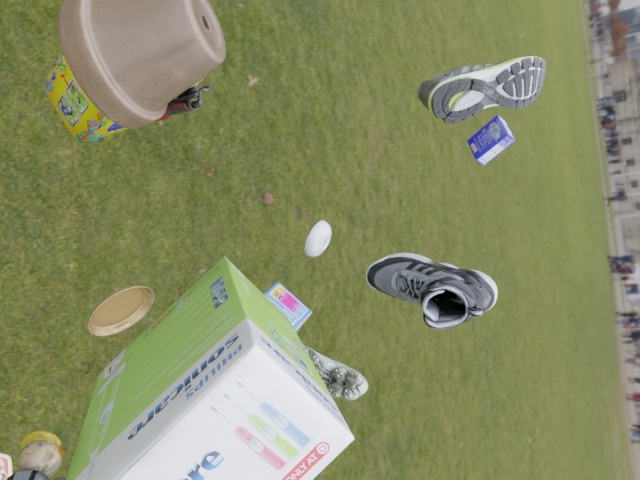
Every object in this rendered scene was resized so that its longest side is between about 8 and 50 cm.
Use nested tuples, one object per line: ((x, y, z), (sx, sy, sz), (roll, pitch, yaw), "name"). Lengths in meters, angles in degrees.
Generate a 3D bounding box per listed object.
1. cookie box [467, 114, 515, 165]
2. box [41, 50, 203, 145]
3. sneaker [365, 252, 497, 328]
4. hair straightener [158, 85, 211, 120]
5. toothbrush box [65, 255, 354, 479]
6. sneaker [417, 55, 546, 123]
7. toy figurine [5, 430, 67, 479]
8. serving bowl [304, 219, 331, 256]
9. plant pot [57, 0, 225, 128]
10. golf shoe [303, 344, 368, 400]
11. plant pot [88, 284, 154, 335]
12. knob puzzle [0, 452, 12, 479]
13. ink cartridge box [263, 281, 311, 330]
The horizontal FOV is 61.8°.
((0.461, -0.271, 1.452), (0.040, 0.107, 0.092), (28, 38, -31), "cookie box")
((-0.478, -0.408, 1.331), (0.290, 0.279, 0.177), (-37, 99, -44), "box")
((0.198, 0.095, 1.043), (0.153, 0.268, 0.101), (-23, 119, -61), "sneaker")
((-0.314, -0.313, 1.164), (0.047, 0.230, 0.089), (43, 59, -38), "hair straightener")
((-0.117, 0.154, 0.520), (0.122, 0.206, 0.283), (47, -3, -17), "toothbrush box")
((0.340, -0.334, 1.129), (0.121, 0.300, 0.111), (-126, -153, -51), "sneaker")
((-0.313, 0.355, 0.667), (0.213, 0.209, 0.148), (23, 29, -17), "toy figurine")
((0.000, 0.000, 1.143), (0.083, 0.027, 0.083), (-47, 153, -33), "serving bowl")
((-0.313, -0.370, 1.019), (0.263, 0.229, 0.263), (-15, 90, -76), "plant pot")
((0.007, 0.246, 0.992), (0.069, 0.176, 0.086), (-66, 153, -4), "golf shoe")
((-0.680, 0.232, 1.818), (0.032, 0.236, 0.236), (46, 20, 23), "plant pot")
((-0.954, 0.676, 1.486), (0.213, 0.030, 0.213), (11, 67, -27), "knob puzzle")
((-0.220, 0.329, 1.503), (0.151, 0.270, 0.395), (38, 37, 5), "ink cartridge box")
